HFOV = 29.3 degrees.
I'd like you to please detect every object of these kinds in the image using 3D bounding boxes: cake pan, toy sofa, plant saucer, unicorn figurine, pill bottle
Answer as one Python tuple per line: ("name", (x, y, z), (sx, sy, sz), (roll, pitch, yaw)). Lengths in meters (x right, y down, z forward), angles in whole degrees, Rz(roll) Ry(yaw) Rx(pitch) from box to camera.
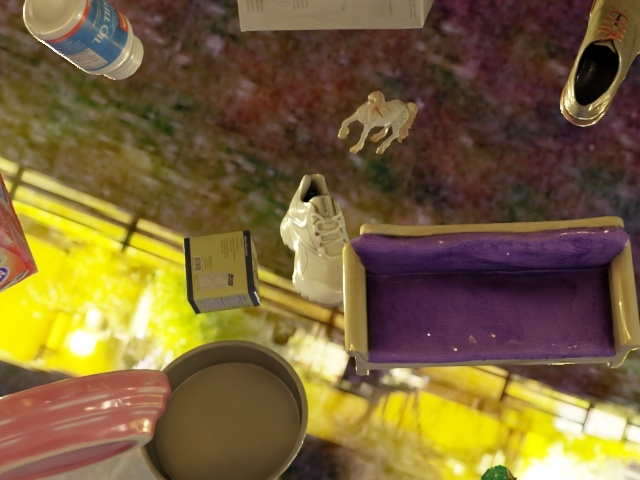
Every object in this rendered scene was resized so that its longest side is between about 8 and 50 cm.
("cake pan", (-0.161, 0.308, 2.067), (0.293, 0.293, 0.054), (17, 153, 19))
("toy sofa", (0.211, 0.075, 1.541), (0.362, 0.150, 0.177), (-2, 159, 2))
("plant saucer", (-0.356, 0.260, 1.635), (0.332, 0.084, 0.332), (-16, 166, -4))
("unicorn figurine", (0.079, -0.169, 1.706), (0.060, 0.111, 0.162), (46, -143, 13))
("pill bottle", (-0.404, -0.365, 2.136), (0.124, 0.124, 0.221), (16, 172, 27))

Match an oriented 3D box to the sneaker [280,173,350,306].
("sneaker", (0.000, 0.000, 2.092), (0.111, 0.129, 0.297), (-5, -141, -20))

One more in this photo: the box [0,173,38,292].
("box", (-0.482, -0.068, 1.527), (0.300, 0.142, 0.154), (59, 178, 35))

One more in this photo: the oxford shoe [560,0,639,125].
("oxford shoe", (0.560, -0.387, 2.320), (0.123, 0.348, 0.130), (19, 179, 8))

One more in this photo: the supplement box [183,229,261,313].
("supplement box", (-0.120, 0.039, 1.501), (0.083, 0.083, 0.056), (-7, 159, 3))

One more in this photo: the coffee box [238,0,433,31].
("coffee box", (0.031, -0.584, 2.289), (0.338, 0.338, 0.334), (-1, -161, 10))

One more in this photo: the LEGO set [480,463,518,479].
("LEGO set", (0.398, 0.583, 2.270), (0.331, 0.255, 0.192), (5, 141, 47))
